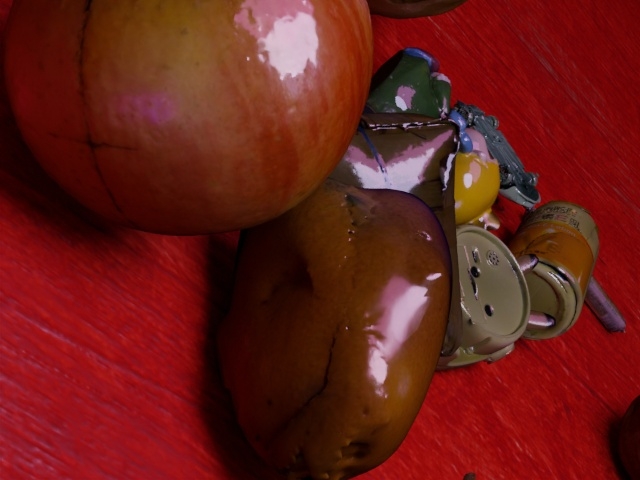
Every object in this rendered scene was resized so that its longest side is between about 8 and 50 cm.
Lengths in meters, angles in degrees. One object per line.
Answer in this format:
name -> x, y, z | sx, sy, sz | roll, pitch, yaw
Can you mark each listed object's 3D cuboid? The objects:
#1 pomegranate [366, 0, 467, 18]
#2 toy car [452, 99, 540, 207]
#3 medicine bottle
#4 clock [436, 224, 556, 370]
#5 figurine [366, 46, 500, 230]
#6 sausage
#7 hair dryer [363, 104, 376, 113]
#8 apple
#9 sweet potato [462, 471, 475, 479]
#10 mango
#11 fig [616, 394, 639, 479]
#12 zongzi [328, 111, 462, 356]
pomegranate -> 0.093, -0.436, 1.456 | 0.332, 0.332, 0.332 | 37, 37, -36
toy car -> 0.235, -0.115, 1.653 | 0.093, 0.058, 0.186 | 6, 49, -55
medicine bottle -> 0.297, 0.030, 1.561 | 0.124, 0.124, 0.239 | 56, 29, -9
clock -> 0.176, 0.057, 1.362 | 0.232, 0.069, 0.170 | 3, 65, -43
figurine -> 0.147, -0.116, 1.469 | 0.234, 0.127, 0.185 | 44, 25, -10
sausage -> 0.376, 0.045, 1.758 | 0.269, 0.033, 0.033 | 49, 32, -20
hair dryer -> 0.034, -0.031, 1.274 | 0.128, 0.070, 0.255 | -4, 73, -57
apple -> -0.100, -0.133, 0.935 | 0.286, 0.286, 0.233 | -77, 160, -50
sweet potato -> 0.117, 0.342, 1.080 | 0.067, 0.059, 0.281 | 58, 28, -31
mango -> 0.014, 0.071, 1.017 | 0.153, 0.201, 0.287 | 34, 58, -39
fig -> 0.504, 0.313, 1.592 | 0.204, 0.186, 0.249 | 30, 46, -70
zongzi -> 0.000, 0.000, 1.162 | 0.289, 0.123, 0.260 | -3, 93, -22
